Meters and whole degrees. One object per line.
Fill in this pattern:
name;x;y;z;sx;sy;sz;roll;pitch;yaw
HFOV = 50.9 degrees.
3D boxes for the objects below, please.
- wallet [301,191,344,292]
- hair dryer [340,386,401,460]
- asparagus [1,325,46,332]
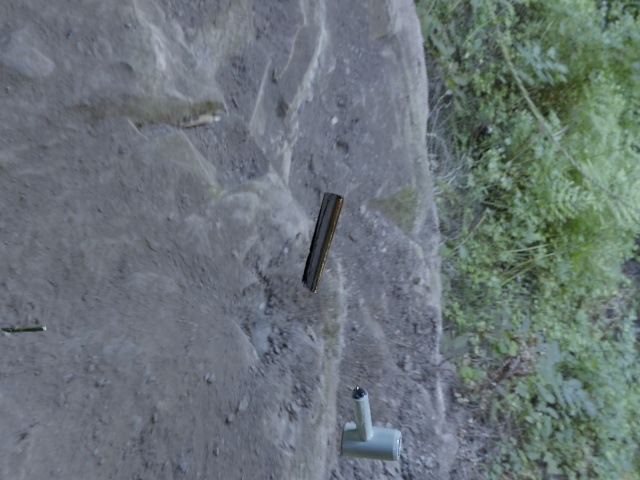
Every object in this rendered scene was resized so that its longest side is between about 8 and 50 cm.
wallet;0.000;0.000;1.667;0.039;0.133;0.243;13;95;-14
hair dryer;0.104;0.388;1.447;0.131;0.237;0.073;2;41;14
asparagus;-0.677;0.203;1.534;0.114;0.014;0.015;-5;114;14
